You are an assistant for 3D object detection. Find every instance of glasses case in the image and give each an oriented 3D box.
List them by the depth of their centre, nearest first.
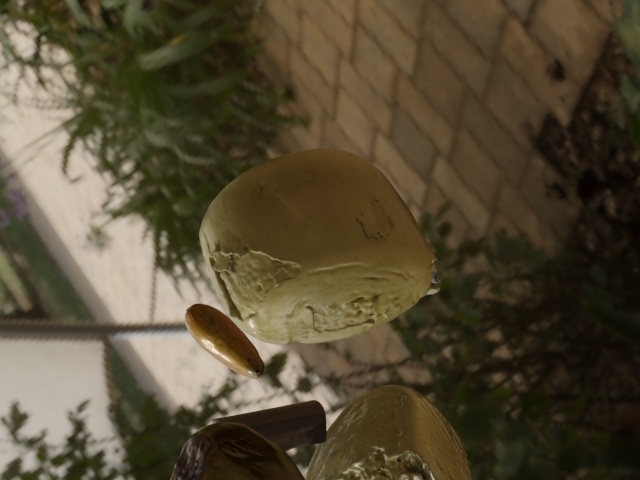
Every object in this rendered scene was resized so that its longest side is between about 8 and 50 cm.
[{"bbox_3d":[-0.080,0.300,2.050,0.042,0.191,0.072,6,101,58],"label":"glasses case"}]

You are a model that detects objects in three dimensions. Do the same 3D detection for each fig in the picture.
[{"bbox_3d":[-0.093,0.294,1.552,0.166,0.144,0.154,15,170,15],"label":"fig"}]

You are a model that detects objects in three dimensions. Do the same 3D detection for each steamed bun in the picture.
[{"bbox_3d":[0.000,0.000,1.575,0.232,0.273,0.166,-115,17,-50],"label":"steamed bun"},{"bbox_3d":[0.107,0.405,2.182,0.273,0.272,0.290,-97,-18,-46],"label":"steamed bun"}]

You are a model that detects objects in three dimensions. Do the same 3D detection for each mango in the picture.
[{"bbox_3d":[-0.174,0.183,2.384,0.190,0.075,0.098,38,180,12],"label":"mango"}]
